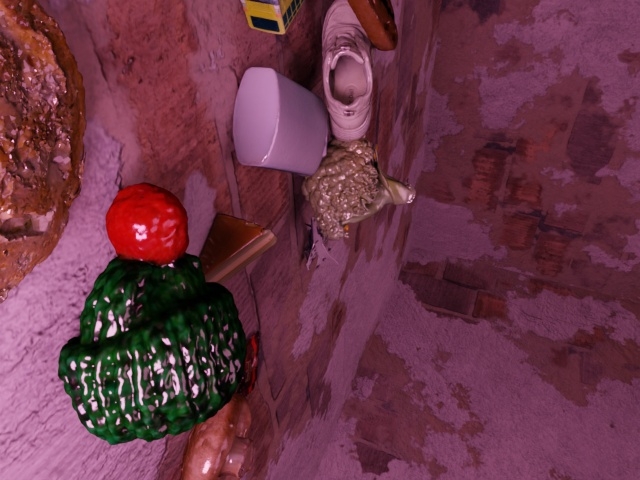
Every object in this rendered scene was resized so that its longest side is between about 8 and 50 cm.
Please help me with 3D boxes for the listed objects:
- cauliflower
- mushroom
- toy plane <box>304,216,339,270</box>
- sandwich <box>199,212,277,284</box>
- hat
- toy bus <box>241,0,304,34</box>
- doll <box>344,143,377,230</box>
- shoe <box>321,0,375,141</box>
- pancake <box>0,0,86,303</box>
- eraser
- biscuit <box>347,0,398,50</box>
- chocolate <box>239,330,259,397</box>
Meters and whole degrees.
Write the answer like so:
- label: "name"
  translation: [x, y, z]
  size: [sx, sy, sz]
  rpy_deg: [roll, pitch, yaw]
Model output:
- label: "cauliflower"
  translation: [0.077, -0.148, 1.431]
  size: [0.281, 0.261, 0.326]
  rpy_deg: [28, 76, -48]
- label: "mushroom"
  translation: [-0.224, 0.476, 1.175]
  size: [0.278, 0.146, 0.278]
  rpy_deg: [9, 90, -81]
- label: "toy plane"
  translation: [-0.011, -0.001, 1.573]
  size: [0.160, 0.082, 0.234]
  rpy_deg: [-55, 140, -25]
- label: "sandwich"
  translation: [-0.171, 0.042, 1.037]
  size: [0.079, 0.114, 0.163]
  rpy_deg: [56, 51, -67]
- label: "hat"
  translation: [-0.247, 0.088, 0.750]
  size: [0.274, 0.243, 0.332]
  rpy_deg: [-112, -170, -83]
- label: "toy bus"
  translation: [-0.072, -0.475, 0.971]
  size: [0.101, 0.088, 0.174]
  rpy_deg: [73, 38, -61]
- label: "doll"
  translation: [0.124, -0.183, 1.780]
  size: [0.145, 0.103, 0.316]
  rpy_deg: [53, 59, -73]
- label: "shoe"
  translation: [0.067, -0.418, 1.217]
  size: [0.210, 0.132, 0.341]
  rpy_deg: [41, 48, -86]
- label: "pancake"
  translation: [-0.346, -0.084, 0.493]
  size: [0.356, 0.065, 0.355]
  rpy_deg: [14, 90, -71]
- label: "eraser"
  translation: [-0.074, -0.240, 1.120]
  size: [0.290, 0.104, 0.189]
  rpy_deg: [-8, 110, -71]
- label: "biscuit"
  translation: [0.095, -0.615, 1.192]
  size: [0.367, 0.063, 0.313]
  rpy_deg: [36, 44, -55]
- label: "chocolate"
  translation: [-0.183, 0.327, 1.368]
  size: [0.086, 0.028, 0.182]
  rpy_deg: [-32, 135, -62]
